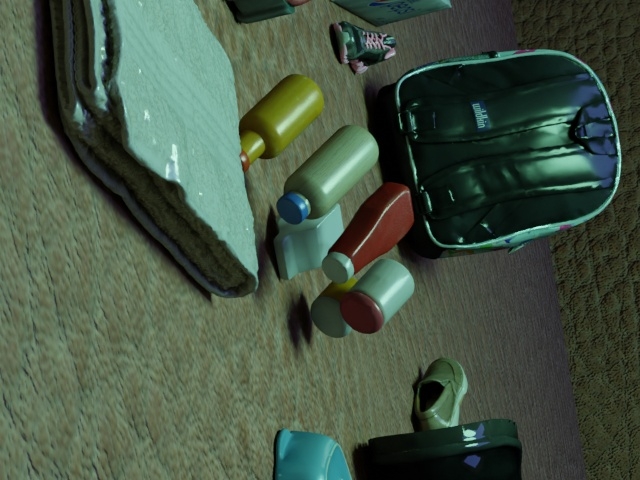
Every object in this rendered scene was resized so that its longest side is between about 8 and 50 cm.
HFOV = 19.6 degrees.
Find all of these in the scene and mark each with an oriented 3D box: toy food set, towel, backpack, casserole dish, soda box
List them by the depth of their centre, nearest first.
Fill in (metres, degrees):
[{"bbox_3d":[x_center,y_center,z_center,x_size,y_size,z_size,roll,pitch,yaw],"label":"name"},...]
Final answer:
[{"bbox_3d":[-0.100,-0.094,1.172,0.282,0.049,0.187,53,27,-63],"label":"towel"},{"bbox_3d":[0.010,0.225,1.365,0.114,0.037,0.188,-63,140,-71],"label":"casserole dish"},{"bbox_3d":[0.000,0.000,1.426,0.104,0.111,0.232,-45,139,-39],"label":"toy food set"},{"bbox_3d":[0.075,-0.309,2.091,0.286,0.098,0.091,-4,81,-77],"label":"soda box"},{"bbox_3d":[0.204,-0.099,2.093,0.191,0.253,0.225,139,-62,-81],"label":"backpack"}]

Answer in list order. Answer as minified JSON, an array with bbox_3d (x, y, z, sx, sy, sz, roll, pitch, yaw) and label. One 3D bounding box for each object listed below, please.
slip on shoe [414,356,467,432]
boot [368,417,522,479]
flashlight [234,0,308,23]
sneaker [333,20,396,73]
[{"bbox_3d":[0.120,0.158,1.924,0.041,0.051,0.135,58,25,-24],"label":"slip on shoe"},{"bbox_3d":[0.147,0.309,1.672,0.348,0.131,0.260,49,31,-67],"label":"boot"},{"bbox_3d":[0.066,-0.260,1.495,0.103,0.304,0.103,58,23,-54],"label":"flashlight"},{"bbox_3d":[0.050,-0.210,1.963,0.119,0.057,0.047,11,68,-76],"label":"sneaker"}]
